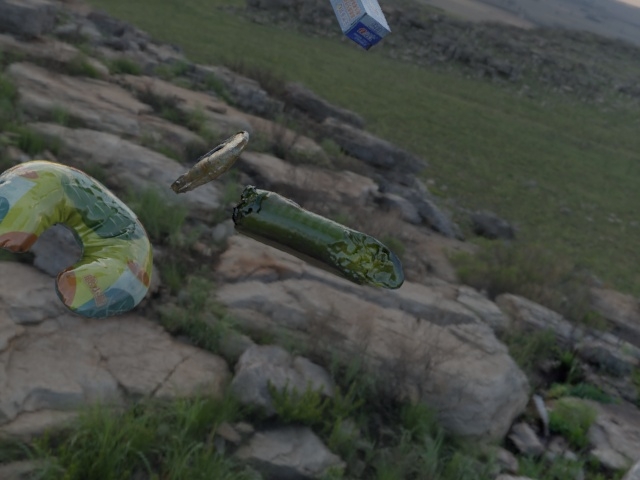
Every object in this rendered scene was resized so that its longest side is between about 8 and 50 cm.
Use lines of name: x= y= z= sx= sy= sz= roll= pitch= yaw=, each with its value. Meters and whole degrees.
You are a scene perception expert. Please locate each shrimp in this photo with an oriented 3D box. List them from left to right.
shrimp: x=-0.235 y=-0.166 z=1.645 sx=0.047 sy=0.223 sz=0.126 roll=48 pitch=31 yaw=-24

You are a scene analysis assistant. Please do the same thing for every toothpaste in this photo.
toothpaste: x=0.039 y=-0.420 z=1.241 sx=0.066 sy=0.053 sz=0.272 roll=25 pitch=38 yaw=-45

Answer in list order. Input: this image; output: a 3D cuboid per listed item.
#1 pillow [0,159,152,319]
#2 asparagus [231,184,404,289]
pillow: x=-0.314 y=-0.002 z=0.984 sx=0.233 sy=0.086 sz=0.214 roll=48 pitch=27 yaw=-16
asparagus: x=0.000 y=0.000 z=1.626 sx=0.382 sy=0.128 sz=0.108 roll=24 pitch=58 yaw=13
